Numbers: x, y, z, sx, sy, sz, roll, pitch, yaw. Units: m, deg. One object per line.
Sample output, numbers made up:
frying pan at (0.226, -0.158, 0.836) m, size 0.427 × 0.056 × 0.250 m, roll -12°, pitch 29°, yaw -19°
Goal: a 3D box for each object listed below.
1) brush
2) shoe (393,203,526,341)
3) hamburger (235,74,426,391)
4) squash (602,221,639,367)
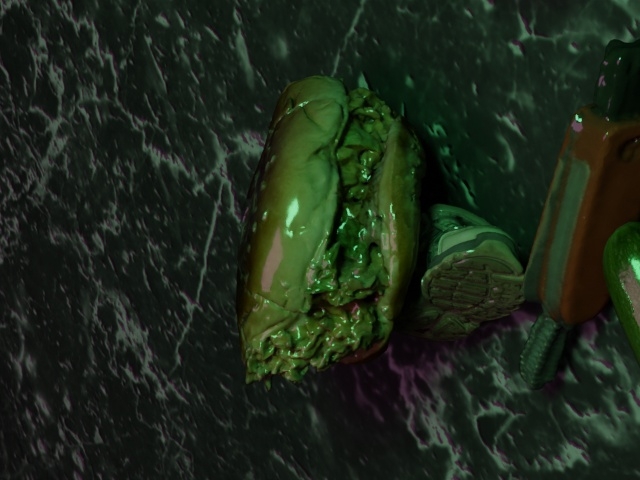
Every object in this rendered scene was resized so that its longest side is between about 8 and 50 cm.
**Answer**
brush at (0.208, -0.009, 1.230) m, size 0.051 × 0.070 × 0.323 m, roll 43°, pitch 136°, yaw 36°
shoe at (0.117, 0.018, 1.339) m, size 0.180 × 0.089 × 0.092 m, roll 131°, pitch 150°, yaw -59°
hamburger at (0.000, 0.000, 1.366) m, size 0.243 × 0.146 × 0.286 m, roll 114°, pitch 163°, yaw -67°
squash at (0.273, 0.097, 1.184) m, size 0.069 × 0.069 × 0.239 m, roll -34°, pitch 74°, yaw 52°
